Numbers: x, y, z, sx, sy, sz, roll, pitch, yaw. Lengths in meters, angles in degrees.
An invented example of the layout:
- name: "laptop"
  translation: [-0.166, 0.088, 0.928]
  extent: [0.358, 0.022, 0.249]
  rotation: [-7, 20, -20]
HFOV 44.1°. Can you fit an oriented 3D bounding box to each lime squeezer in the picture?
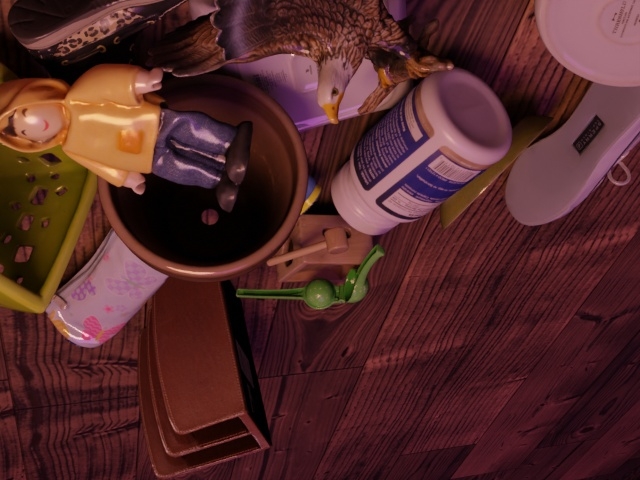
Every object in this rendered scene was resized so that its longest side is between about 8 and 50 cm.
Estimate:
- name: "lime squeezer"
  translation: [0.005, 0.077, 1.279]
  extent: [0.310, 0.059, 0.109]
  rotation: [-18, 161, 38]

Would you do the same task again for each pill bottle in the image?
- name: "pill bottle"
  translation: [0.136, -0.119, 1.152]
  extent: [0.153, 0.153, 0.264]
  rotation: [10, 149, -32]

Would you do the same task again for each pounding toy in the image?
- name: "pounding toy"
  translation: [-0.006, -0.002, 1.276]
  extent: [0.181, 0.094, 0.206]
  rotation: [1, 162, -23]

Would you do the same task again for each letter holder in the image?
- name: "letter holder"
  translation: [-0.229, 0.217, 1.334]
  extent: [0.214, 0.302, 0.152]
  rotation: [-18, 143, 1]

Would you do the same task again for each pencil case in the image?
- name: "pencil case"
  translation: [-0.321, 0.054, 1.250]
  extent: [0.124, 0.114, 0.273]
  rotation: [35, 122, -24]

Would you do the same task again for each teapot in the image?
- name: "teapot"
  translation: [0.395, -0.336, 0.987]
  extent: [0.252, 0.187, 0.256]
  rotation: [37, 145, -23]

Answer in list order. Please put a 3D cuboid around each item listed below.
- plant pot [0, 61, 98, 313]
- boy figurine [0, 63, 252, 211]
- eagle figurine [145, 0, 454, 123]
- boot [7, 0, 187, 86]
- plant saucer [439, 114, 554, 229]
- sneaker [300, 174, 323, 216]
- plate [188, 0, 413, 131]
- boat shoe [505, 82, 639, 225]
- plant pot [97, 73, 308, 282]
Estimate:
- name: "plant pot"
  translation: [-0.436, -0.059, 0.950]
  extent: [0.207, 0.228, 0.227]
  rotation: [-1, 150, 25]
- name: "boy figurine"
  translation: [-0.219, -0.125, 0.875]
  extent: [0.285, 0.092, 0.177]
  rotation: [15, 137, -16]
- name: "eagle figurine"
  translation: [-0.008, -0.232, 0.858]
  extent: [0.298, 0.225, 0.226]
  rotation: [15, 124, -26]
- name: "boot"
  translation: [-0.228, -0.247, 0.937]
  extent: [0.236, 0.085, 0.179]
  rotation: [-26, 158, -11]
- name: "plant saucer"
  translation: [0.265, -0.114, 1.237]
  extent: [0.241, 0.037, 0.241]
  rotation: [-46, 176, -5]
- name: "sneaker"
  translation: [-0.086, -0.049, 1.263]
  extent: [0.082, 0.069, 0.209]
  rotation: [37, 130, -14]
- name: "plate"
  translation: [-0.008, -0.242, 1.053]
  extent: [0.277, 0.045, 0.277]
  rotation: [-16, 144, -2]
- name: "boat shoe"
  translation: [0.450, -0.159, 1.279]
  extent: [0.156, 0.136, 0.367]
  rotation: [-11, 148, -32]
- name: "plant pot"
  translation: [-0.155, -0.062, 1.075]
  extent: [0.262, 0.263, 0.229]
  rotation: [-11, 170, -9]
